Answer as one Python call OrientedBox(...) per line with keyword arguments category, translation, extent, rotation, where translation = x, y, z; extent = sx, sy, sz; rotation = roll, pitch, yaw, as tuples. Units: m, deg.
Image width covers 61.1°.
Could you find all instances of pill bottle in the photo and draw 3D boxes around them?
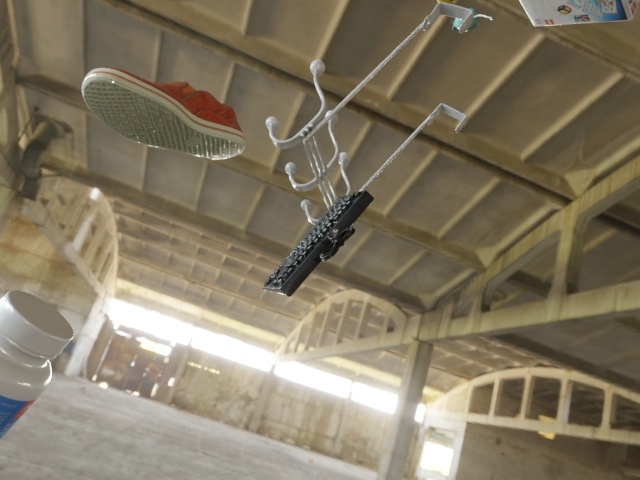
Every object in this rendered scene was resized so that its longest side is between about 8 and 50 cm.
OrientedBox(category="pill bottle", translation=(-0.401, 0.171, 0.632), extent=(0.124, 0.221, 0.124), rotation=(41, -4, 3))

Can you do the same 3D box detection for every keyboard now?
OrientedBox(category="keyboard", translation=(0.000, 0.000, 0.715), extent=(0.023, 0.180, 0.108), rotation=(48, -21, -21))

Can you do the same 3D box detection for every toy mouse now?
OrientedBox(category="toy mouse", translation=(0.251, -0.424, 0.957), extent=(0.031, 0.143, 0.161), rotation=(-21, -30, -15))

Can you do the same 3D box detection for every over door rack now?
OrientedBox(category="over door rack", translation=(0.077, -0.190, 0.837), extent=(0.108, 0.324, 0.240), rotation=(50, -7, 28))

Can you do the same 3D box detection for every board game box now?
OrientedBox(category="board game box", translation=(0.421, -0.493, 0.952), extent=(0.192, 0.053, 0.305), rotation=(18, -7, 44))

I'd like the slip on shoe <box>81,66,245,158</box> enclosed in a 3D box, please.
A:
OrientedBox(category="slip on shoe", translation=(-0.259, -0.226, 0.933), extent=(0.123, 0.102, 0.331), rotation=(-21, -16, 30))
